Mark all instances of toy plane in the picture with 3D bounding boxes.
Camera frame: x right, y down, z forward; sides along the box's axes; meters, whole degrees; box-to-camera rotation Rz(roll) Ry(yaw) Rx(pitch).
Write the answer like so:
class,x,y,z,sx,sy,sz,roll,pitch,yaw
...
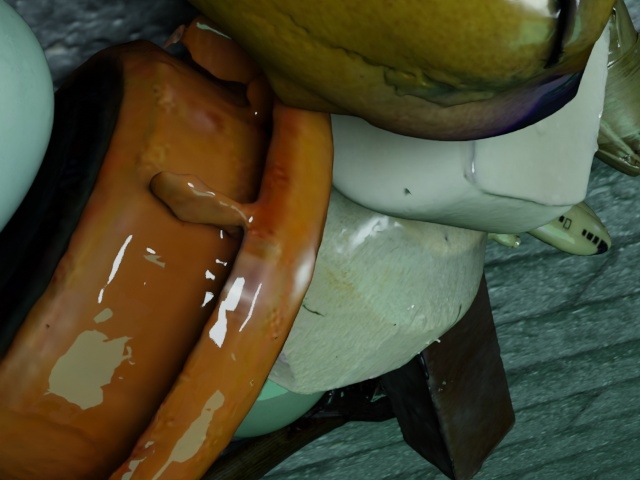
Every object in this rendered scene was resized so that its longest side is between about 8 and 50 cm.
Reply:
class,x,y,z,sx,sy,sz,roll,pitch,yaw
toy plane,0.169,-0.048,1.064,0.244,0.092,0.229,20,129,-30

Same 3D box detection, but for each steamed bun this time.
class,x,y,z,sx,sy,sz,roll,pitch,yaw
steamed bun,0.080,-0.128,0.748,0.146,0.242,0.164,8,173,-42

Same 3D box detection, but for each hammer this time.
class,x,y,z,sx,sy,sz,roll,pitch,yaw
hammer,-0.037,0.231,1.440,0.242,0.095,0.409,9,144,-46

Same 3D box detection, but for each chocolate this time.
class,x,y,z,sx,sy,sz,roll,pitch,yaw
chocolate,0.124,0.116,1.223,0.112,0.112,0.321,-39,136,-18

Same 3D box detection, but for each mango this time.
class,x,y,z,sx,sy,sz,roll,pitch,yaw
mango,0.014,-0.163,0.573,0.201,0.287,0.152,-49,176,25

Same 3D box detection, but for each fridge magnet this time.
class,x,y,z,sx,sy,sz,roll,pitch,yaw
fridge magnet,-0.129,0.022,0.723,0.155,0.364,0.363,30,126,-27

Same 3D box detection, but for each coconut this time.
class,x,y,z,sx,sy,sz,roll,pitch,yaw
coconut,0.000,-0.002,0.902,0.227,0.227,0.230,5,146,-43

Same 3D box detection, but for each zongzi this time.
class,x,y,z,sx,sy,sz,roll,pitch,yaw
zongzi,0.180,-0.104,0.940,0.176,0.160,0.078,-24,-166,10

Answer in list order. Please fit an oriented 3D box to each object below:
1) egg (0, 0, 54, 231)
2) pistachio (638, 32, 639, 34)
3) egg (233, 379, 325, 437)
class,x,y,z,sx,sy,sz,roll,pitch,yaw
egg,-0.314,-0.023,0.606,0.371,0.230,0.230,-28,153,-8
pistachio,0.300,-0.125,1.031,0.113,0.113,0.149,-9,150,-26
egg,-0.059,0.102,1.103,0.192,0.149,0.149,-41,148,26
